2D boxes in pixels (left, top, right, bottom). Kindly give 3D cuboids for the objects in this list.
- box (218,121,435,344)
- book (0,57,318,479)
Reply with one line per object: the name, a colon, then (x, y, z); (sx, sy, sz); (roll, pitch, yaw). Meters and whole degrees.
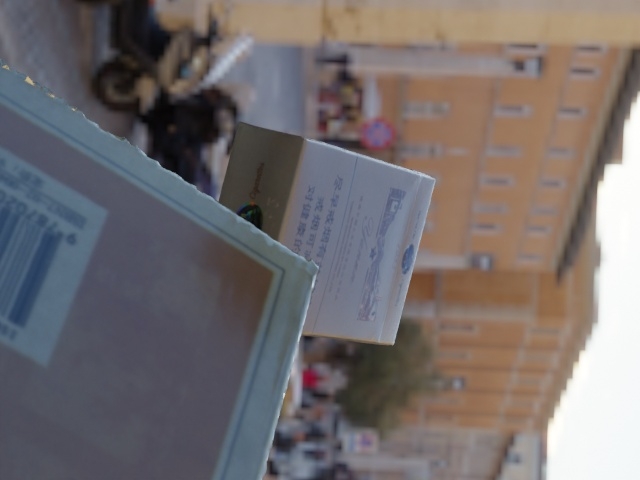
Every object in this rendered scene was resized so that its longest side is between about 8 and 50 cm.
box: (0.000, 0.000, 0.515); (0.083, 0.024, 0.053); (14, 91, -63)
book: (-0.094, 0.054, 0.364); (0.018, 0.170, 0.241); (-41, -156, 44)
